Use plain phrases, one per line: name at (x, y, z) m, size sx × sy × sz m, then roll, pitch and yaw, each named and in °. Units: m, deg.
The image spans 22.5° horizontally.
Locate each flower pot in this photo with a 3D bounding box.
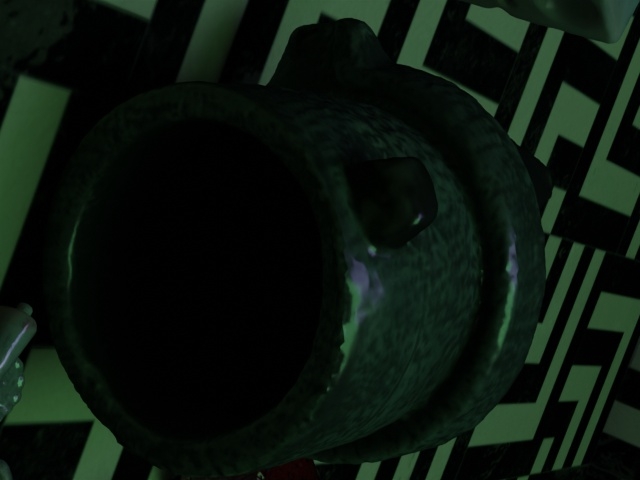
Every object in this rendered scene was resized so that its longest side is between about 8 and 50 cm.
flower pot at (0.000, 0.000, 1.052) m, size 0.283 × 0.299 × 0.299 m, roll -1°, pitch 111°, yaw -55°

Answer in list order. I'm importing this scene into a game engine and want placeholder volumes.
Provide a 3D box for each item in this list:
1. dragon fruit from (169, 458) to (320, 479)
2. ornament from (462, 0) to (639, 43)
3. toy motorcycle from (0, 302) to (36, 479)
dragon fruit at (-0.071, 0.172, 1.284) m, size 0.147 × 0.096 × 0.102 m, roll 64°, pitch 34°, yaw -20°
ornament at (0.126, -0.317, 1.071) m, size 0.239 × 0.240 × 0.240 m, roll -62°, pitch 155°, yaw -16°
toy motorcycle at (-0.245, 0.089, 0.826) m, size 0.260 × 0.110 × 0.171 m, roll -47°, pitch 138°, yaw -47°
